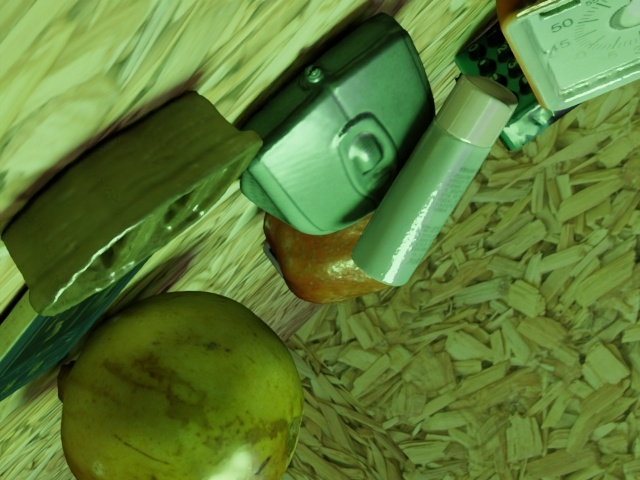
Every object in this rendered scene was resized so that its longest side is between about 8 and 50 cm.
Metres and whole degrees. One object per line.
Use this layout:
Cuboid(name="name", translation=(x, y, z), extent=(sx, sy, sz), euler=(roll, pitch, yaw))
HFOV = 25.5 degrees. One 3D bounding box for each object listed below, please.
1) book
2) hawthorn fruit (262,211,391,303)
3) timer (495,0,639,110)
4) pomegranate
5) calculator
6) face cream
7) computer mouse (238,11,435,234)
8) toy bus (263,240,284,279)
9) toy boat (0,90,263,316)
Cuboid(name="book", translation=(-0.214, 0.057, 1.180), extent=(0.269, 0.025, 0.191), euler=(-46, 174, 34))
Cuboid(name="hawthorn fruit", translation=(0.025, -0.012, 1.618), extent=(0.189, 0.189, 0.189), euler=(-42, 175, -5))
Cuboid(name="timer", translation=(0.315, -0.266, 1.474), extent=(0.257, 0.161, 0.250), euler=(-22, 172, 13))
Cuboid(name="pomegranate", translation=(-0.148, 0.173, 1.474), extent=(0.264, 0.264, 0.264), euler=(-42, 175, -5))
Cuboid(name="calculator", translation=(0.290, -0.243, 1.715), extent=(0.274, 0.058, 0.248), euler=(-35, -151, 10))
Cuboid(name="face cream", translation=(0.099, -0.054, 1.251), extent=(0.198, 0.057, 0.084), euler=(-60, 158, 17))
Cuboid(name="computer mouse", translation=(0.020, -0.087, 1.283), extent=(0.188, 0.122, 0.371), euler=(-42, 172, -3))
Cuboid(name="toy bus", translation=(0.000, 0.000, 1.959), extent=(0.087, 0.098, 0.178), euler=(-46, 171, 25))
Cuboid(name="toy boat", translation=(-0.134, -0.021, 0.935), extent=(0.188, 0.061, 0.116), euler=(-38, 175, -39))
